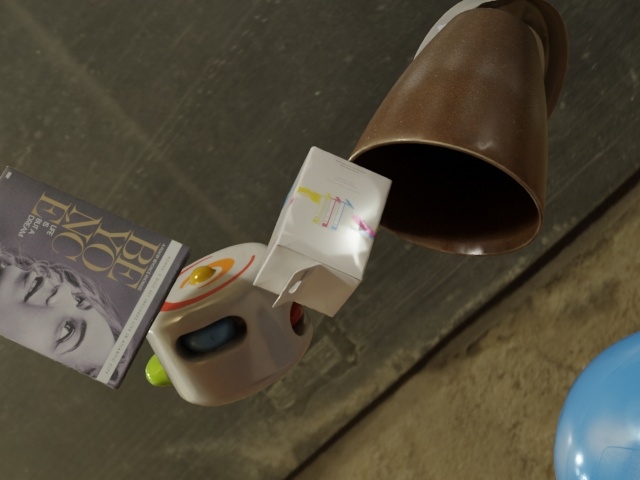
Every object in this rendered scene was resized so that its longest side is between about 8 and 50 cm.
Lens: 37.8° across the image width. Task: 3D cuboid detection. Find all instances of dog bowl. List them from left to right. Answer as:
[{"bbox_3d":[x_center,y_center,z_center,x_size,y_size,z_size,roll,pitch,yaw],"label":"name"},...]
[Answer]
[{"bbox_3d":[0.290,-0.277,1.671,0.102,0.348,0.349,35,121,40],"label":"dog bowl"}]

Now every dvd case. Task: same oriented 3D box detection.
[{"bbox_3d":[-0.269,0.035,0.965,0.221,0.018,0.164,24,70,6],"label":"dvd case"}]

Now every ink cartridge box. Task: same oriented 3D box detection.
[{"bbox_3d":[0.000,0.000,0.927,0.090,0.143,0.092,23,147,-6],"label":"ink cartridge box"}]

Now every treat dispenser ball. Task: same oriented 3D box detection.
[{"bbox_3d":[0.390,0.228,0.972,0.288,0.288,0.288,7,110,19],"label":"treat dispenser ball"}]

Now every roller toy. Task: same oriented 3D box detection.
[{"bbox_3d":[-0.116,0.094,1.158,0.191,0.209,0.146,-2,120,50],"label":"roller toy"}]

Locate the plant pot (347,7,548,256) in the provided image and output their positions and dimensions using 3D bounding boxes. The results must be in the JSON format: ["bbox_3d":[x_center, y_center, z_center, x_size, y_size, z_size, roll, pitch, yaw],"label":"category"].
[{"bbox_3d":[0.161,-0.136,1.030,0.215,0.230,0.215,16,154,8],"label":"plant pot"}]
